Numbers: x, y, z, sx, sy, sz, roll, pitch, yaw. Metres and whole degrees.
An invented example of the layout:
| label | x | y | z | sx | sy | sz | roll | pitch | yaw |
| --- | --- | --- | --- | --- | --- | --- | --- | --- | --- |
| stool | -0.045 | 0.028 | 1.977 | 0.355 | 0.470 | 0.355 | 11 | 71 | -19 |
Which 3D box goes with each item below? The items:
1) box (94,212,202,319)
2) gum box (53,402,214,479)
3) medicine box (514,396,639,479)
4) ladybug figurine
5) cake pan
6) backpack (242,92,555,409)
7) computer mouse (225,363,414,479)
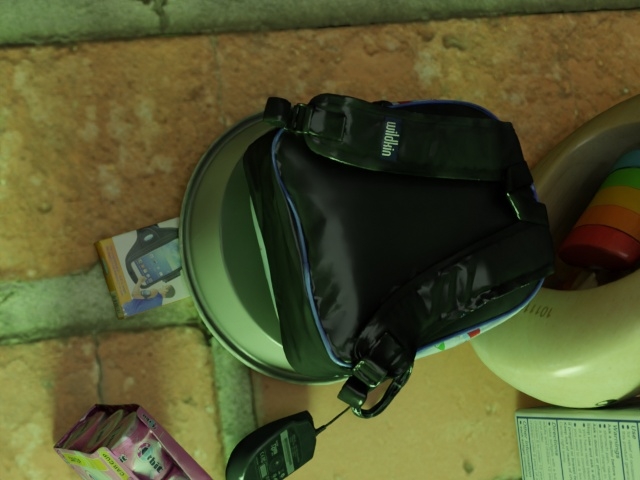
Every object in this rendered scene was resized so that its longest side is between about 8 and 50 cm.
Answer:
| label | x | y | z | sx | sy | sz | roll | pitch | yaw |
| --- | --- | --- | --- | --- | --- | --- | --- | --- | --- |
| box | -0.148 | 0.020 | 1.264 | 0.136 | 0.028 | 0.081 | -18 | 91 | -22 |
| gum box | -0.167 | 0.206 | 1.145 | 0.107 | 0.188 | 0.062 | 48 | 69 | -11 |
| medicine box | 0.341 | 0.295 | 1.286 | 0.149 | 0.289 | 0.263 | -4 | 85 | -22 |
| ladybug figurine | 0.333 | 0.006 | 1.333 | 0.449 | 0.305 | 0.162 | -49 | 126 | -25 |
| cake pan | 0.000 | 0.000 | 1.296 | 0.293 | 0.054 | 0.293 | 5 | 80 | -27 |
| backpack | 0.073 | -0.006 | 1.186 | 0.263 | 0.213 | 0.277 | -12 | 90 | -20 |
| computer mouse | -0.002 | 0.179 | 1.295 | 0.242 | 0.041 | 0.071 | -29 | 132 | -28 |
